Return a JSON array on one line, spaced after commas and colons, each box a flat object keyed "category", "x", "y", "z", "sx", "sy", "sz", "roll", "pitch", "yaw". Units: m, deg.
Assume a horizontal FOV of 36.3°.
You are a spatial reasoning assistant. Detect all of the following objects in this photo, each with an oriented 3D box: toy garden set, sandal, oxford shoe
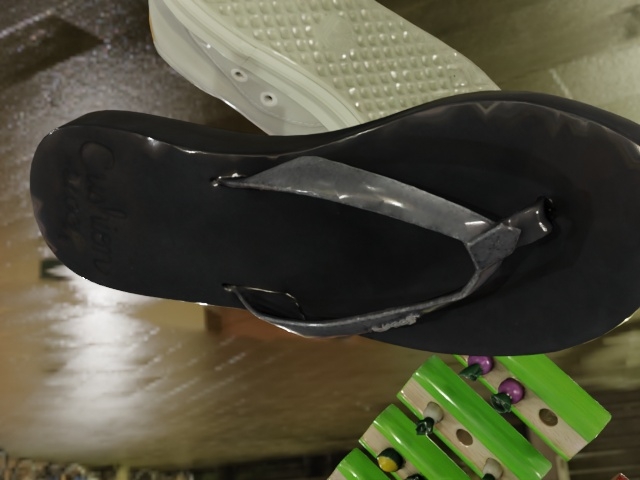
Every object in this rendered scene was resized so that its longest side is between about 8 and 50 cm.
[{"category": "toy garden set", "x": 0.114, "y": 0.188, "z": 0.662, "sx": 0.049, "sy": 0.204, "sz": 0.244, "roll": -34, "pitch": 162, "yaw": -43}, {"category": "sandal", "x": 0.000, "y": 0.001, "z": 0.356, "sx": 0.254, "sy": 0.097, "sz": 0.054, "roll": 1, "pitch": -157, "yaw": 23}, {"category": "oxford shoe", "x": 0.036, "y": -0.113, "z": 0.870, "sx": 0.449, "sy": 0.169, "sz": 0.130, "roll": 36, "pitch": 151, "yaw": -10}]
